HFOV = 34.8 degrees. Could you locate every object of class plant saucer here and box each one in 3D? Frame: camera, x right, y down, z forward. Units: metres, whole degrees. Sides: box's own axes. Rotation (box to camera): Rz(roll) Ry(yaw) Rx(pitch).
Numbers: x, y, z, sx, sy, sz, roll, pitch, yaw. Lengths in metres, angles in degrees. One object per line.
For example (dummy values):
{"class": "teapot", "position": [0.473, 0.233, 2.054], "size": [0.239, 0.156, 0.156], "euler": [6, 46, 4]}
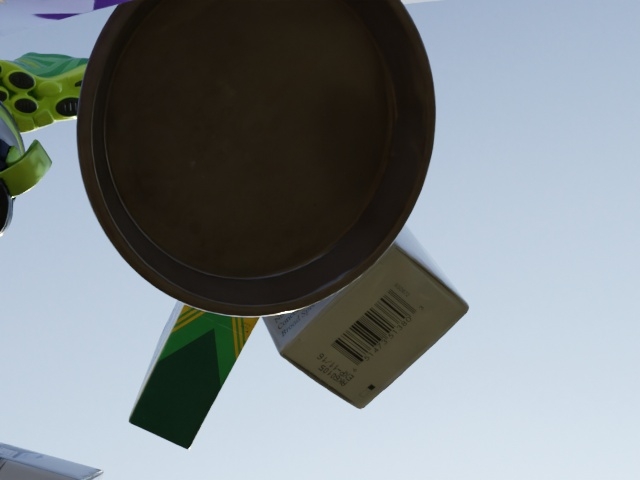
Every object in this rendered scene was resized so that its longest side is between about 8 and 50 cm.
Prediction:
{"class": "plant saucer", "position": [-0.042, -0.082, 0.742], "size": [0.278, 0.041, 0.277], "euler": [-7, -74, -26]}

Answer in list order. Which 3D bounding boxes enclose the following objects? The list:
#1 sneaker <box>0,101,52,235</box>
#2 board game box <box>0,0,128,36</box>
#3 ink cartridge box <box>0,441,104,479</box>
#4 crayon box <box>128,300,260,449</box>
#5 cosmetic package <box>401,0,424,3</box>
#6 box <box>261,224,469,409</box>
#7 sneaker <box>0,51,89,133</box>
{"class": "sneaker", "position": [-0.218, 0.007, 0.389], "size": [0.235, 0.097, 0.084], "euler": [-29, -55, -6]}
{"class": "board game box", "position": [-0.127, -0.221, 0.532], "size": [0.347, 0.233, 0.078], "euler": [-1, -33, 44]}
{"class": "ink cartridge box", "position": [-0.330, 0.276, 1.015], "size": [0.191, 0.082, 0.139], "euler": [14, -94, 5]}
{"class": "crayon box", "position": [-0.134, 0.065, 1.475], "size": [0.106, 0.363, 0.313], "euler": [26, -62, -7]}
{"class": "cosmetic package", "position": [0.137, -0.483, 1.247], "size": [0.197, 0.155, 0.365], "euler": [-9, -84, 0]}
{"class": "box", "position": [0.000, 0.000, 1.002], "size": [0.148, 0.311, 0.121], "euler": [-45, -54, 8]}
{"class": "sneaker", "position": [-0.425, -0.215, 1.482], "size": [0.296, 0.123, 0.109], "euler": [-9, -71, -44]}
